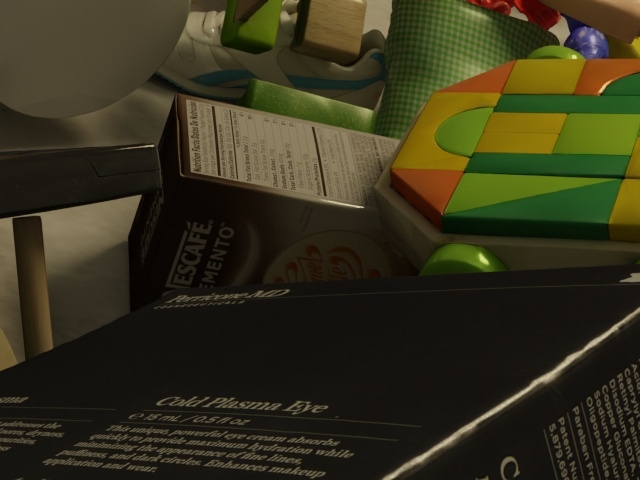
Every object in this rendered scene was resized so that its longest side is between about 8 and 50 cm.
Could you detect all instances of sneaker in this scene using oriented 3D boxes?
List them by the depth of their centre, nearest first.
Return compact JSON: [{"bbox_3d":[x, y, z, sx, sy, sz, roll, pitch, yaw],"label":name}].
[{"bbox_3d":[-0.053,-0.169,1.235,0.229,0.092,0.087,14,38,-10],"label":"sneaker"}]

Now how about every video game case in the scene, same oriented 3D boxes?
[{"bbox_3d":[-0.276,-0.026,0.849,0.275,0.035,0.248,-12,8,-39],"label":"video game case"}]

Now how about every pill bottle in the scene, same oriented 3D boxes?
[{"bbox_3d":[-0.272,-0.287,1.150,0.229,0.229,0.407,-8,45,-36],"label":"pill bottle"}]

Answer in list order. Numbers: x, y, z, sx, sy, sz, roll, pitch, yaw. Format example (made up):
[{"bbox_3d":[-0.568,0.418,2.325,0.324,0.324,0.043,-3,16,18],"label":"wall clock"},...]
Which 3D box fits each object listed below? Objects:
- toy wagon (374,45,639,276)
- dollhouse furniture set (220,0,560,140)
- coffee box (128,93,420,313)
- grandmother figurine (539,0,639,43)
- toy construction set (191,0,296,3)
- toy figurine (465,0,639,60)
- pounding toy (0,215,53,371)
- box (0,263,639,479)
[{"bbox_3d":[0.215,-0.042,0.883,0.344,0.068,0.267,2,36,23],"label":"toy wagon"},{"bbox_3d":[0.078,-0.127,1.130,0.302,0.151,0.197,13,78,-16],"label":"dollhouse furniture set"},{"bbox_3d":[0.000,0.000,1.004,0.247,0.141,0.098,10,38,-16],"label":"coffee box"},{"bbox_3d":[0.147,-0.258,1.226,0.342,0.104,0.208,22,14,5],"label":"grandmother figurine"},{"bbox_3d":[-0.070,-0.315,1.333,0.215,0.151,0.327,49,23,-27],"label":"toy construction set"},{"bbox_3d":[0.285,-0.218,1.493,0.217,0.191,0.362,50,36,-11],"label":"toy figurine"},{"bbox_3d":[-0.240,0.096,0.758,0.110,0.183,0.237,-11,6,32],"label":"pounding toy"},{"bbox_3d":[-0.034,0.143,0.616,0.343,0.179,0.312,-4,15,43],"label":"box"}]
